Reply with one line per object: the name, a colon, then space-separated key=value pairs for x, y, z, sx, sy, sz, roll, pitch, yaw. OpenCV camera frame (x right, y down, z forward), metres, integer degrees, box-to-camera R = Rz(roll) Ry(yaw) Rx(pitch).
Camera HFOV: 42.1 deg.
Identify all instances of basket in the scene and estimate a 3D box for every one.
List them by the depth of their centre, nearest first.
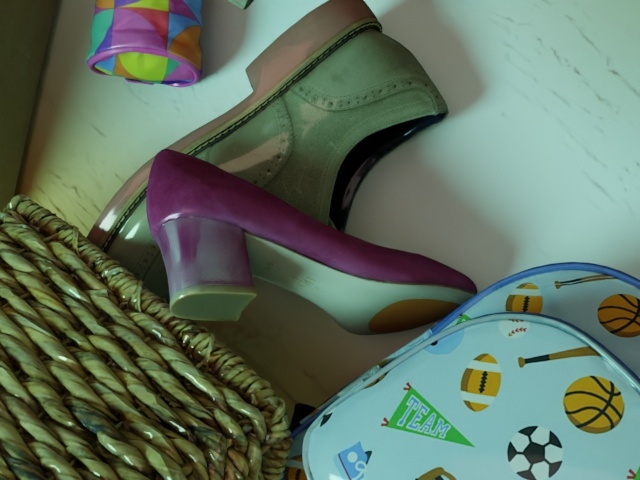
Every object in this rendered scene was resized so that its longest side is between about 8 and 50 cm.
basket: x=-0.189 y=0.152 z=0.544 sx=0.299 sy=0.213 sz=0.223 roll=31 pitch=47 yaw=28

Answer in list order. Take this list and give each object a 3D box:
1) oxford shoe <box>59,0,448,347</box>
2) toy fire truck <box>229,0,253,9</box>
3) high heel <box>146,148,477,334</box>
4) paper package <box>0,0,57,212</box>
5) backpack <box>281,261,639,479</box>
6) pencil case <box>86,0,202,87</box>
oxford shoe: x=-0.055 y=-0.020 z=0.621 sx=0.348 sy=0.123 sz=0.130 roll=-46 pitch=79 yaw=7
toy fire truck: x=0.043 y=-0.260 z=0.621 sx=0.217 sy=0.158 sz=0.246 roll=36 pitch=105 yaw=17
high heel: x=0.000 y=0.000 z=0.575 sx=0.244 sy=0.082 sz=0.117 roll=3 pitch=57 yaw=-26
paper package: x=-0.365 y=-0.185 z=0.626 sx=0.168 sy=0.325 sz=0.309 roll=9 pitch=84 yaw=17
backpack: x=0.133 y=0.144 z=0.506 sx=0.263 sy=0.213 sz=0.276 roll=-36 pitch=71 yaw=-2
pencil case: x=-0.139 y=-0.246 z=0.690 sx=0.105 sy=0.104 sz=0.236 roll=0 pitch=80 yaw=16
